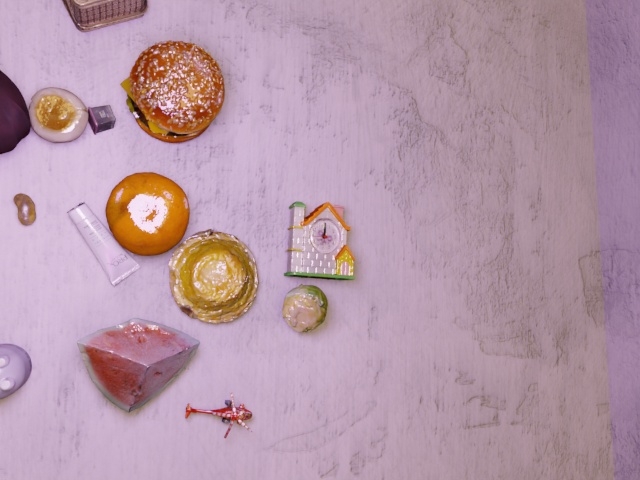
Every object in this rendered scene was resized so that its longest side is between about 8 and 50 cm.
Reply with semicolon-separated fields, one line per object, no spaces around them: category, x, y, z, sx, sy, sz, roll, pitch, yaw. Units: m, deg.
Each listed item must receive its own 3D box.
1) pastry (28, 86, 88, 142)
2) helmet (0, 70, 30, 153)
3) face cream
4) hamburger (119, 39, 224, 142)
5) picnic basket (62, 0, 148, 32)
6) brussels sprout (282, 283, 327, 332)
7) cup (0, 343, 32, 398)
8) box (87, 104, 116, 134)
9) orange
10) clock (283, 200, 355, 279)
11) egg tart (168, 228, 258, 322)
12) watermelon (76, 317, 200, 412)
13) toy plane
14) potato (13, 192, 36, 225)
pastry;-0.732;-0.347;1.350;0.156;0.092;0.157;-1;93;-10
helmet;-0.876;-0.360;1.244;0.177;0.224;0.306;-27;95;-49
face cream;-0.630;0.006;1.387;0.092;0.058;0.244;-39;105;-25
hamburger;-0.426;-0.440;1.424;0.290;0.225;0.292;1;86;-19
picnic basket;-0.661;-0.797;1.389;0.227;0.175;0.313;-29;96;-23
brussels sprout;-0.047;0.213;1.568;0.151;0.122;0.149;-39;95;15
cup;-0.832;0.319;1.223;0.134;0.142;0.174;-30;95;-21
box;-0.638;-0.354;1.405;0.063;0.084;0.060;-26;93;-30
orange;-0.493;-0.075;1.385;0.239;0.171;0.241;2;83;-14
clock;0.000;0.000;1.613;0.219;0.106;0.256;5;82;-22
egg tart;-0.317;0.110;1.469;0.294;0.116;0.295;2;85;-20
watermelon;-0.517;0.329;1.343;0.259;0.176;0.256;26;66;5
toy plane;-0.305;0.530;1.456;0.194;0.077;0.126;-10;85;-15
potato;-0.810;-0.088;1.326;0.046;0.045;0.092;-16;88;13
